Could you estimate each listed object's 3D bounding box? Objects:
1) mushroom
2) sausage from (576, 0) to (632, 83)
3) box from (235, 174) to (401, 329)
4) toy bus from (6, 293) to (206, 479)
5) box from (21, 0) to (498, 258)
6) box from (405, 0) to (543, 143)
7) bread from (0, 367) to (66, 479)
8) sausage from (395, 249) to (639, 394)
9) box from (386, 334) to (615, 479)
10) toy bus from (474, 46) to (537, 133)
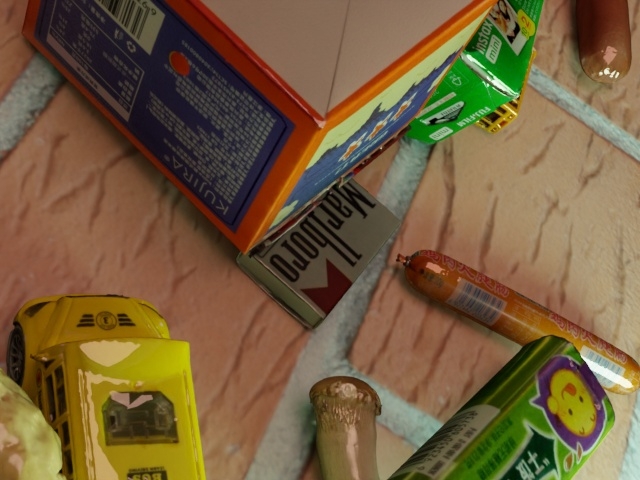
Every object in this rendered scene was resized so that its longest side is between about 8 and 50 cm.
[{"bbox_3d":[0.039,0.237,1.158,0.071,0.084,0.209,-14,73,11],"label":"mushroom"},{"bbox_3d":[0.398,-0.301,1.661,0.077,0.077,0.194,18,57,-21],"label":"sausage"},{"bbox_3d":[0.000,0.000,1.283,0.115,0.036,0.177,43,51,-2],"label":"box"},{"bbox_3d":[-0.174,0.187,1.003,0.144,0.152,0.330,2,63,-28],"label":"toy bus"},{"bbox_3d":[-0.064,-0.232,1.211,0.349,0.257,0.318,43,53,6],"label":"box"},{"bbox_3d":[0.171,-0.249,1.434,0.103,0.180,0.250,34,53,-23],"label":"box"},{"bbox_3d":[-0.299,0.192,0.901,0.244,0.244,0.134,50,10,3],"label":"bread"},{"bbox_3d":[0.236,0.095,1.357,0.348,0.053,0.053,27,54,-15],"label":"sausage"},{"bbox_3d":[0.175,0.227,1.187,0.345,0.097,0.134,-34,92,-48],"label":"box"},{"bbox_3d":[0.230,-0.220,1.519,0.074,0.069,0.162,30,54,-14],"label":"toy bus"}]
